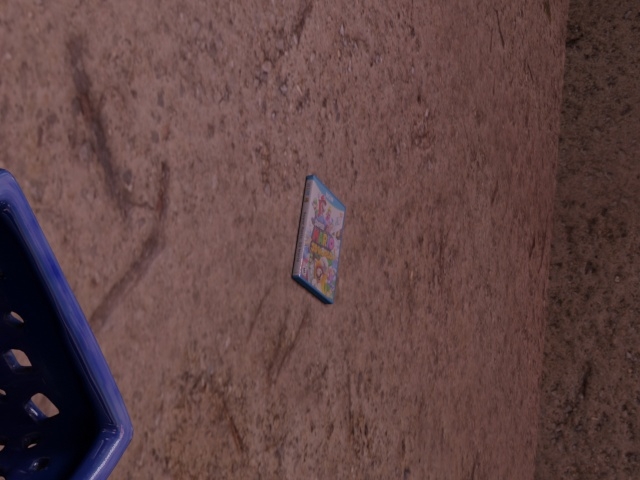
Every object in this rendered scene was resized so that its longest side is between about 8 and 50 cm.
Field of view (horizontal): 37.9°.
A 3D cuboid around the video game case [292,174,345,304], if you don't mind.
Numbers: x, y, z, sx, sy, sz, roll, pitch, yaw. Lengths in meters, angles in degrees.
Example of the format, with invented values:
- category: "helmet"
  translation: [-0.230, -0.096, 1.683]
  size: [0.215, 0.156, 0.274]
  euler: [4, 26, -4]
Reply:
- category: "video game case"
  translation: [0.000, 0.000, 1.419]
  size: [0.119, 0.015, 0.166]
  euler: [42, 50, -54]

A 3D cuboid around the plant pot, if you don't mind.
- category: "plant pot"
  translation: [-0.296, 0.111, 0.593]
  size: [0.236, 0.212, 0.236]
  euler: [-56, 135, -52]
